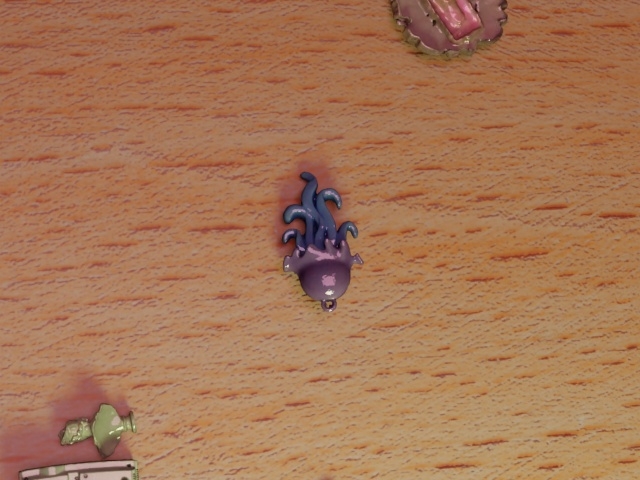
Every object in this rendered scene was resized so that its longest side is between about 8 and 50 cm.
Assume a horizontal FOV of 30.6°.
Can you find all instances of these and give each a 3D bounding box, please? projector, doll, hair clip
[{"bbox_3d":[-0.299,0.335,1.461,0.147,0.061,0.115,-3,79,-14],"label":"projector"},{"bbox_3d":[0.000,0.000,1.591,0.110,0.067,0.206,-7,70,0],"label":"doll"},{"bbox_3d":[0.154,-0.405,1.694,0.173,0.069,0.300,-29,98,-15],"label":"hair clip"}]

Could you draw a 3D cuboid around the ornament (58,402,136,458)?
[{"bbox_3d":[-0.281,0.240,1.492,0.092,0.041,0.068,19,92,-18],"label":"ornament"}]
